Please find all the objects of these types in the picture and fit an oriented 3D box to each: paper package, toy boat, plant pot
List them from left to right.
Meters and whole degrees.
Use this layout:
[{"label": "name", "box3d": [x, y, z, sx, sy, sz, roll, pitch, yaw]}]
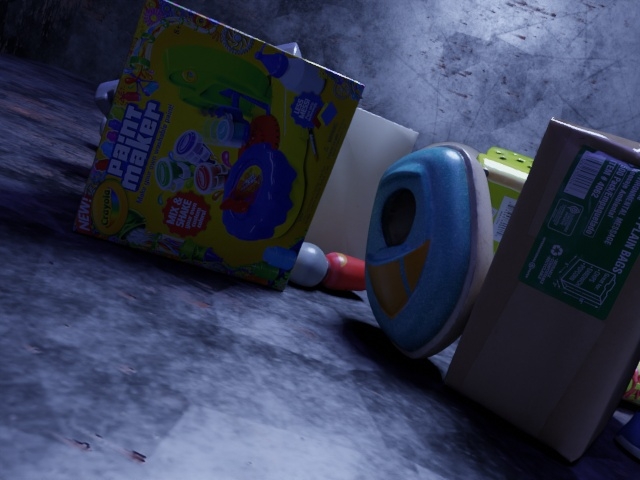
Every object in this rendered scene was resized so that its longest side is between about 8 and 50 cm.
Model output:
[{"label": "toy boat", "box3d": [0.079, 0.022, 0.807, 0.148, 0.267, 0.318, 13, -18, -31]}, {"label": "plant pot", "box3d": [0.373, -0.043, 1.180, 0.227, 0.228, 0.207, 26, 16, 21]}, {"label": "paper package", "box3d": [0.319, 0.054, 0.733, 0.168, 0.324, 0.310, 27, 12, 30]}]

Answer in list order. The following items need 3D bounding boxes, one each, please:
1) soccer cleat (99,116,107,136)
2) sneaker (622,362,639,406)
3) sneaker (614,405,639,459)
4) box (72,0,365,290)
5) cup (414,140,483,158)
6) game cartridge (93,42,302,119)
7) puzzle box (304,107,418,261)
[{"label": "soccer cleat", "box3d": [-0.347, -0.223, 1.418, 0.331, 0.115, 0.143, 12, 14, -44]}, {"label": "sneaker", "box3d": [0.456, 0.210, 0.914, 0.209, 0.081, 0.094, 13, 8, 16]}, {"label": "sneaker", "box3d": [0.514, 0.200, 0.767, 0.316, 0.182, 0.127, 14, 14, -38]}, {"label": "box", "box3d": [-0.140, -0.126, 0.820, 0.279, 0.289, 0.177, 17, 11, -20]}, {"label": "cup", "box3d": [0.363, -0.122, 1.789, 0.331, 0.330, 0.237, 23, 13, 9]}, {"label": "game cartridge", "box3d": [-0.178, -0.207, 1.072, 0.356, 0.068, 0.230, -7, -35, 14]}, {"label": "puzzle box", "box3d": [-0.077, -0.118, 0.967, 0.409, 0.271, 0.052, 19, 10, -18]}]
